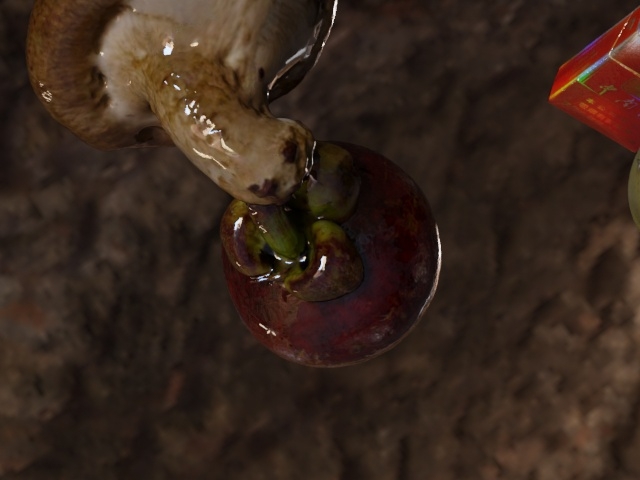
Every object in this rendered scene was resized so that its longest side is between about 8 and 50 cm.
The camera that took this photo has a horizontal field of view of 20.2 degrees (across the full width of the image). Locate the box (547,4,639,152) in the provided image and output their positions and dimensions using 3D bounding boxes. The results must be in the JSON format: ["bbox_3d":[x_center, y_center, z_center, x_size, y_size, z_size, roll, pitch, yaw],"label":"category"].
[{"bbox_3d":[0.309,-0.154,1.715,0.048,0.112,0.175,-66,12,-26],"label":"box"}]

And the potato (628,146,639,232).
[{"bbox_3d":[0.339,-0.048,1.549,0.157,0.157,0.194,-35,8,-1],"label":"potato"}]

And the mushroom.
[{"bbox_3d":[-0.105,-0.178,1.502,0.267,0.254,0.267,-9,-72,-30],"label":"mushroom"}]

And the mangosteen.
[{"bbox_3d":[0.000,0.000,1.665,0.215,0.215,0.257,-36,-30,2],"label":"mangosteen"}]
